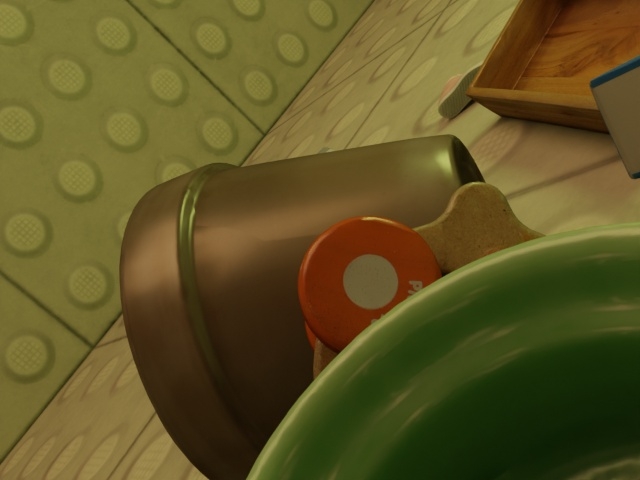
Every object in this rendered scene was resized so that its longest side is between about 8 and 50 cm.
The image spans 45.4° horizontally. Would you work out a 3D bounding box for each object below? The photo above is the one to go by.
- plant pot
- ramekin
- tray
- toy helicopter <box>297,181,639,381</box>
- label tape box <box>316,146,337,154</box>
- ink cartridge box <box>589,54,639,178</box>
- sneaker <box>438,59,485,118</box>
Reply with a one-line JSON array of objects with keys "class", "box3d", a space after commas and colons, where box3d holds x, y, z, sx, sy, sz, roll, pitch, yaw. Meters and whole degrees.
[{"class": "plant pot", "box3d": [0.029, 0.043, 0.706, 0.280, 0.323, 0.323, -22, 24, 19]}, {"class": "ramekin", "box3d": [0.112, 0.157, 0.265, 0.303, 0.148, 0.303, -24, 42, 24]}, {"class": "tray", "box3d": [0.321, -0.237, 0.906, 0.203, 0.076, 0.411, -60, 14, 7]}, {"class": "toy helicopter", "box3d": [0.169, 0.057, 0.490, 0.355, 0.235, 0.140, -26, -15, -7]}, {"class": "label tape box", "box3d": [0.000, 0.000, 1.089, 0.249, 0.115, 0.347, -43, 19, -4]}, {"class": "ink cartridge box", "box3d": [0.322, -0.134, 0.567, 0.203, 0.086, 0.148, -29, 3, -39]}, {"class": "sneaker", "box3d": [0.249, -0.266, 1.271, 0.134, 0.051, 0.070, -40, 22, 37]}]
